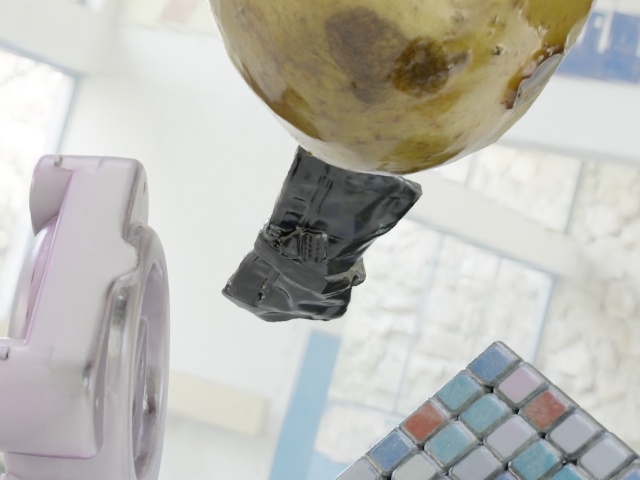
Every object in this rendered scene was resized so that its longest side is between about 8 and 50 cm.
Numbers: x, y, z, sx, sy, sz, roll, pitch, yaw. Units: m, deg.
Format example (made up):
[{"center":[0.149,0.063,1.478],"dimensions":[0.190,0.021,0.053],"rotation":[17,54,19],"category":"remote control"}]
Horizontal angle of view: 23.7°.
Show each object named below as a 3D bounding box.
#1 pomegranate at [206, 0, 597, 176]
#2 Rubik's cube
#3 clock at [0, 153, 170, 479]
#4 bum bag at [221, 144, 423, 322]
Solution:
[{"center":[0.051,-0.180,1.017],"dimensions":[0.281,0.281,0.281],"rotation":[14,-4,1],"category":"pomegranate"},{"center":[0.238,0.351,1.833],"dimensions":[0.287,0.292,0.293],"rotation":[42,-13,51],"category":"Rubik's cube"},{"center":[-0.200,0.119,1.313],"dimensions":[0.113,0.295,0.322],"rotation":[3,-44,2],"category":"clock"},{"center":[0.000,0.000,1.546],"dimensions":[0.137,0.074,0.310],"rotation":[12,-35,-14],"category":"bum bag"}]
